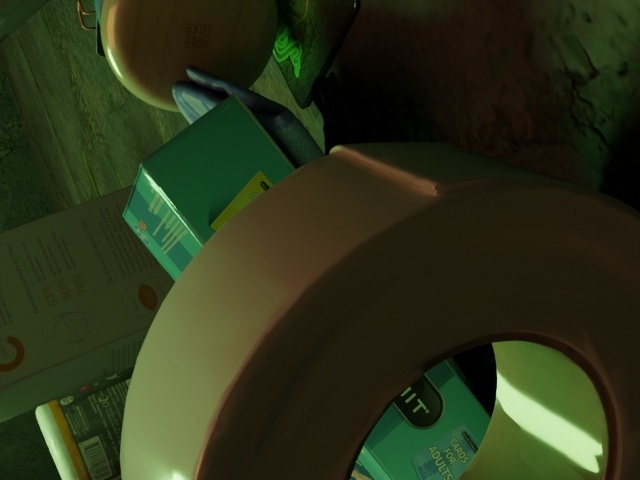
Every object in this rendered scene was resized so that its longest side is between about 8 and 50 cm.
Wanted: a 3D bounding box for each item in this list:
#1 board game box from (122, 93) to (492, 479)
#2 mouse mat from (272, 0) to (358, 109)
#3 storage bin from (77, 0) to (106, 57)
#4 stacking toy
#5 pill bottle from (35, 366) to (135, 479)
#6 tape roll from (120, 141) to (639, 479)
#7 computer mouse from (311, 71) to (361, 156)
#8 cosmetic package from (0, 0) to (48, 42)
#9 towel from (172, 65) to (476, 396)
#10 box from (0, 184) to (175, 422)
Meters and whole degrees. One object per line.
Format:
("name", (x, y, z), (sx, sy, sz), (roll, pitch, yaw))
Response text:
("board game box", (-0.004, 0.074, 0.747), (0.336, 0.079, 0.254), (51, 166, -4))
("mouse mat", (-0.026, -0.201, 0.800), (0.152, 0.007, 0.189), (64, 162, 10))
("storage bin", (-0.217, -0.272, 1.115), (0.135, 0.098, 0.091), (119, 136, -66))
("stacking toy", (-0.152, -0.237, 0.918), (0.330, 0.141, 0.141), (-126, 22, -53))
("pill bottle", (-0.296, 0.283, 1.642), (0.162, 0.278, 0.162), (53, 156, 36))
("tape roll", (0.054, 0.097, 0.492), (0.100, 0.286, 0.286), (32, 140, 61))
("computer mouse", (0.045, -0.029, 0.741), (0.193, 0.042, 0.106), (53, 155, 37))
("cosmetic package", (-0.462, -0.429, 1.200), (0.385, 0.217, 0.156), (42, 163, -9))
("towel", (0.000, 0.000, 0.778), (0.285, 0.034, 0.209), (56, 168, -29))
("box", (-0.356, 0.087, 1.485), (0.215, 0.345, 0.168), (62, 160, 16))
